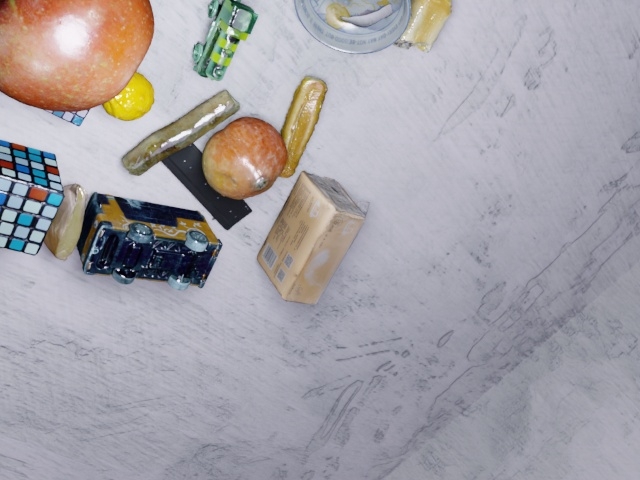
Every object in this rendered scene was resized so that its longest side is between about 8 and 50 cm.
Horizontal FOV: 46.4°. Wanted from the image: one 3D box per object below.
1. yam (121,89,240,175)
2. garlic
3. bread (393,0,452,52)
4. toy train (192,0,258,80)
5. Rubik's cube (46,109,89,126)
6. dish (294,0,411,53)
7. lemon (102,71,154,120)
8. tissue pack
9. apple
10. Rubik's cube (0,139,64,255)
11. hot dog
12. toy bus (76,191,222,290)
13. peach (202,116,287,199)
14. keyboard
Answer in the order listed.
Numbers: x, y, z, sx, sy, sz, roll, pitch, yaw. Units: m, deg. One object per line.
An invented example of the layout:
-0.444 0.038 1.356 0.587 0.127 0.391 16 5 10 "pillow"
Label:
-0.339 -0.262 1.816 0.317 0.071 0.067 -34 169 -1 "yam"
-0.619 -0.060 1.803 0.087 0.101 0.196 0 118 -56 "garlic"
0.256 -0.553 1.883 0.119 0.084 0.177 18 114 -37 "bread"
-0.222 -0.452 1.688 0.083 0.132 0.200 11 117 -31 "toy train"
-0.555 -0.324 1.643 0.092 0.092 0.092 25 111 -37 "Rubik's cube"
0.085 -0.583 1.744 0.273 0.134 0.273 10 145 8 "dish"
-0.436 -0.325 1.674 0.114 0.114 0.155 -54 172 17 "lemon"
0.000 0.000 2.084 0.238 0.238 0.306 14 116 -34 "tissue pack"
-0.495 -0.416 1.440 0.348 0.348 0.277 -43 138 8 "apple"
-0.702 -0.103 1.675 0.187 0.182 0.184 17 116 -35 "Rubik's cube"
-0.059 -0.292 1.936 0.083 0.068 0.289 18 121 -10 "hot dog"
-0.436 0.001 1.881 0.323 0.194 0.162 10 120 -36 "toy bus"
-0.181 -0.190 1.844 0.232 0.232 0.233 -14 129 -17 "peach"
-0.298 -0.142 1.958 0.101 0.018 0.310 -38 132 2 "keyboard"
